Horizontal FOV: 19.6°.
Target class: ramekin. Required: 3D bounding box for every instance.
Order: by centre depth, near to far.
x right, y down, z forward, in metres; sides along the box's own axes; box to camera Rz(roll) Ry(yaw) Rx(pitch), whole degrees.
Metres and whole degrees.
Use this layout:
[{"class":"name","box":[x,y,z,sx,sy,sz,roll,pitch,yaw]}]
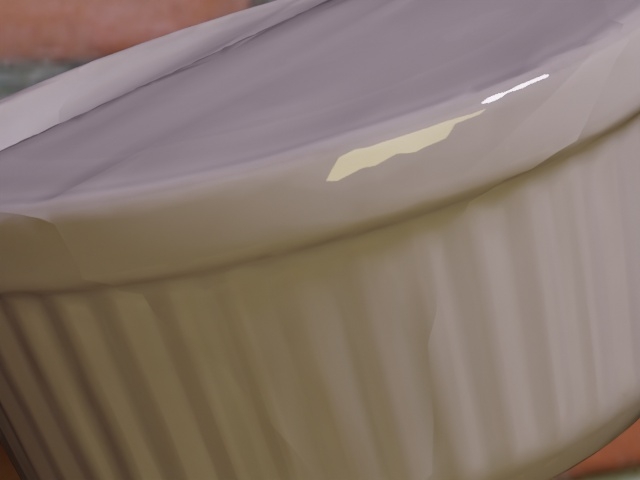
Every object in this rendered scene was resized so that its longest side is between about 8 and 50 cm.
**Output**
[{"class":"ramekin","box":[0.000,0.000,0.612,0.273,0.273,0.127,-22,108,-21]}]
